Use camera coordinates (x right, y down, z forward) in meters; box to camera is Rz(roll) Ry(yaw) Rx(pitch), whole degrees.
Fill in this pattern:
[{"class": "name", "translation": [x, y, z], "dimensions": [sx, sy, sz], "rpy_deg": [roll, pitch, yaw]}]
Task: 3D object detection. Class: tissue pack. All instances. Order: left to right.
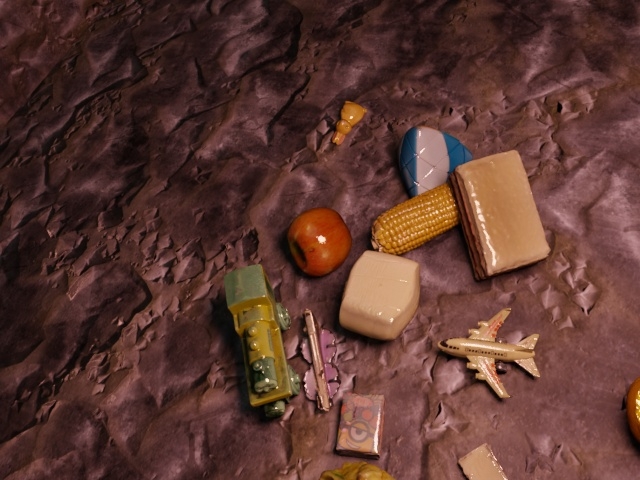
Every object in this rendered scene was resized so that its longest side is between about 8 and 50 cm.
[{"class": "tissue pack", "translation": [0.102, 0.456, 1.439], "dimensions": [0.108, 0.060, 0.148], "rpy_deg": [1, 58, 16]}]

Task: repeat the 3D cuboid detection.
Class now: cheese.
[{"class": "cheese", "translation": [0.435, 0.630, 1.236], "dimensions": [0.085, 0.034, 0.400], "rpy_deg": [-28, 53, -3]}]

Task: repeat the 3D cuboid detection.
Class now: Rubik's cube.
[{"class": "Rubik's cube", "translation": [0.304, -0.281, 1.777], "dimensions": [0.254, 0.254, 0.254], "rpy_deg": [-8, 55, 12]}]

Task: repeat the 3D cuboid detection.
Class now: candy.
[{"class": "candy", "translation": [0.473, -0.068, 1.554], "dimensions": [0.179, 0.135, 0.321], "rpy_deg": [-12, 81, -6]}]

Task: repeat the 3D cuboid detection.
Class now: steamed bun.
[{"class": "steamed bun", "translation": [0.167, 0.157, 1.564], "dimensions": [0.200, 0.155, 0.250], "rpy_deg": [12, 55, 21]}]

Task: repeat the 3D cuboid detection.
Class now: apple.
[{"class": "apple", "translation": [0.000, 0.000, 1.702], "dimensions": [0.196, 0.196, 0.196], "rpy_deg": [-8, 55, 12]}]

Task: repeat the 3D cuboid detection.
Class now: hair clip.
[{"class": "hair clip", "translation": [-0.003, 0.317, 1.560], "dimensions": [0.106, 0.084, 0.292], "rpy_deg": [-13, 59, 3]}]

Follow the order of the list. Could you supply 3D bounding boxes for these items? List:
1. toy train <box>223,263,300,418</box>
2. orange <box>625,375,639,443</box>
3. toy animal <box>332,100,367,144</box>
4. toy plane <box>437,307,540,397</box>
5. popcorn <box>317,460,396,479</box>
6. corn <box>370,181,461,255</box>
[{"class": "toy train", "translation": [-0.154, 0.273, 1.533], "dimensions": [0.150, 0.237, 0.369], "rpy_deg": [-17, 54, 3]}, {"class": "orange", "translation": [0.766, 0.350, 1.236], "dimensions": [0.237, 0.158, 0.179], "rpy_deg": [-24, 90, 7]}, {"class": "toy animal", "translation": [0.092, -0.404, 2.022], "dimensions": [0.083, 0.070, 0.159], "rpy_deg": [22, 71, 26]}, {"class": "toy plane", "translation": [0.416, 0.275, 1.446], "dimensions": [0.244, 0.092, 0.229], "rpy_deg": [0, 59, 18]}, {"class": "popcorn", "translation": [0.060, 0.604, 1.252], "dimensions": [0.257, 0.270, 0.224], "rpy_deg": [-2, 44, -41]}, {"class": "corn", "translation": [0.318, -0.078, 1.685], "dimensions": [0.387, 0.144, 0.144], "rpy_deg": [-30, 54, -4]}]
